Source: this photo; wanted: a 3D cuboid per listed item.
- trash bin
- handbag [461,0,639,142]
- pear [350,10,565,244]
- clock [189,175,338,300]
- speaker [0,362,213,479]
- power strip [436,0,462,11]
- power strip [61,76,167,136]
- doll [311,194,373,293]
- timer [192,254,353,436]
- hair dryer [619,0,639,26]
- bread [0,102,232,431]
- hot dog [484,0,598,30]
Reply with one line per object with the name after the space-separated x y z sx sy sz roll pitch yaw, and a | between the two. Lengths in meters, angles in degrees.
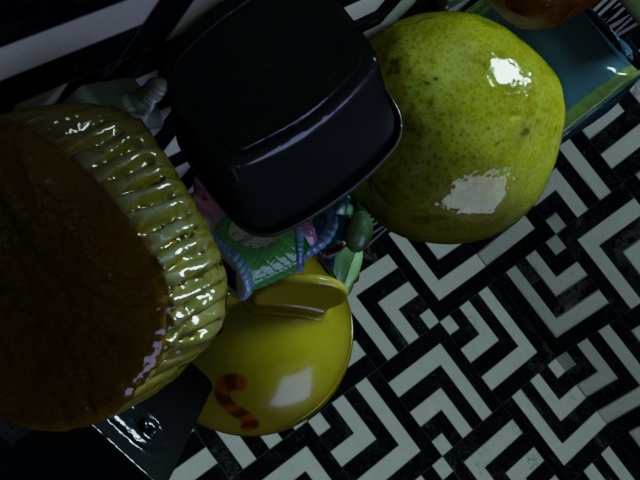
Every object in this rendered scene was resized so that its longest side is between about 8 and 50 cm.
-0.037 -0.126 1.307 0.209 0.182 0.290 -36 169 -3 | trash bin
0.325 -0.265 2.027 0.222 0.241 0.263 -37 176 0 | handbag
0.148 -0.139 1.709 0.304 0.304 0.304 -37 174 -4 | pear
-0.082 -0.031 1.747 0.195 0.194 0.100 -35 150 -29 | clock
-0.298 0.195 1.670 0.184 0.254 0.232 -39 -167 27 | speaker
0.243 -0.367 1.776 0.252 0.027 0.060 -34 172 -31 | power strip
-0.257 -0.043 1.222 0.338 0.058 0.098 -39 173 26 | power strip
0.000 0.001 2.489 0.322 0.186 0.199 109 0 -49 | doll
-0.120 0.132 2.169 0.376 0.376 0.387 -36 154 -5 | timer
0.417 -0.403 1.750 0.128 0.203 0.362 -36 169 9 | hair dryer
-0.203 0.017 1.074 0.227 0.253 0.142 -36 178 28 | bread
0.290 -0.375 1.219 0.223 0.185 0.405 -30 171 -39 | hot dog
